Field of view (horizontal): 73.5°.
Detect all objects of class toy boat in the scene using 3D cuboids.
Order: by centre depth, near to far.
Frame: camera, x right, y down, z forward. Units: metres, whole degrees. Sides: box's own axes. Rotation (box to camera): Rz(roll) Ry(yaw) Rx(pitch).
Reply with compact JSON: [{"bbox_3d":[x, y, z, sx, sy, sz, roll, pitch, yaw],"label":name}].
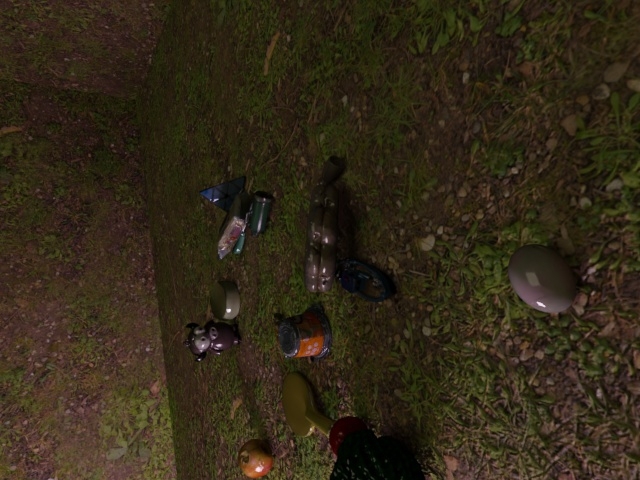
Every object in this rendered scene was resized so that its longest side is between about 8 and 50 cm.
[{"bbox_3d":[0.116,0.113,1.211,0.223,0.097,0.100,27,116,51],"label":"toy boat"}]

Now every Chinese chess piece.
[{"bbox_3d":[-0.448,0.282,2.018,0.188,0.083,0.188,-1,88,52],"label":"Chinese chess piece"}]

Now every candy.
[{"bbox_3d":[-0.140,0.357,1.617,0.046,0.053,0.182,-34,66,42],"label":"candy"}]

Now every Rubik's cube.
[{"bbox_3d":[-0.448,-0.186,1.916,0.211,0.178,0.190,-15,82,55],"label":"Rubik's cube"}]

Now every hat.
[{"bbox_3d":[0.106,0.601,1.149,0.274,0.242,0.332,-66,28,13],"label":"hat"}]

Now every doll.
[{"bbox_3d":[-0.486,0.441,1.923,0.117,0.257,0.181,-46,55,36],"label":"doll"}]

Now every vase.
[{"bbox_3d":[0.030,-0.214,1.353,0.100,0.053,0.053,-58,48,45],"label":"vase"}]

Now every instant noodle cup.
[{"bbox_3d":[-0.064,0.319,1.443,0.178,0.126,0.208,-11,82,54],"label":"instant noodle cup"}]

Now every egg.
[{"bbox_3d":[0.409,0.070,0.794,0.103,0.103,0.135,-50,54,43],"label":"egg"}]

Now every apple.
[{"bbox_3d":[-0.266,0.886,1.735,0.147,0.147,0.146,4,94,54],"label":"apple"}]

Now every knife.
[{"bbox_3d":[-0.341,-0.061,1.901,0.063,0.035,0.260,51,125,58],"label":"knife"}]

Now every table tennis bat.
[{"bbox_3d":[-0.045,0.594,1.499,0.369,0.054,0.224,3,93,58],"label":"table tennis bat"}]

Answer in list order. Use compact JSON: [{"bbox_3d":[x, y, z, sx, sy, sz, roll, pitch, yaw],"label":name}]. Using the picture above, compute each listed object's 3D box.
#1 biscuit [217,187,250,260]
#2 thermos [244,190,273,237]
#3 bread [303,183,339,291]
[{"bbox_3d":[-0.379,-0.063,1.855,0.309,0.079,0.186,-49,29,42],"label":"biscuit"},{"bbox_3d":[-0.248,-0.098,1.719,0.073,0.083,0.187,29,119,26],"label":"thermos"},{"bbox_3d":[0.005,0.000,1.297,0.183,0.102,0.337,-94,8,-81],"label":"bread"}]
